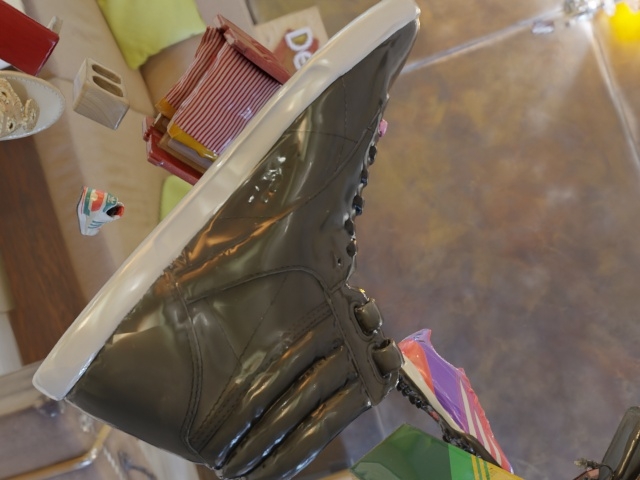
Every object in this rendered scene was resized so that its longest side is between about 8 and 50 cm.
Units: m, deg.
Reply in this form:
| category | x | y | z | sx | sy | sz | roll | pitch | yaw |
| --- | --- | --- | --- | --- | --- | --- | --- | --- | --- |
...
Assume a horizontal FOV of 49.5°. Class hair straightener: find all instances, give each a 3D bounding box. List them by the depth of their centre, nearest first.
| category | x | y | z | sx | sy | sz | roll | pitch | yaw |
| --- | --- | --- | --- | --- | --- | --- | --- | --- | --- |
| hair straightener | 0.340 | 0.302 | 0.867 | 0.089 | 0.230 | 0.047 | 38 | -3 | -11 |

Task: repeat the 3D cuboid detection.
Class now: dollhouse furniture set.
| category | x | y | z | sx | sy | sz | roll | pitch | yaw |
| --- | --- | --- | --- | --- | --- | --- | --- | --- | --- |
| dollhouse furniture set | -0.237 | -0.236 | 0.891 | 0.374 | 0.201 | 0.152 | 29 | 17 | -32 |

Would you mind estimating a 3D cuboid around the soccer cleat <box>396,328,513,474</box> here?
| category | x | y | z | sx | sy | sz | roll | pitch | yaw |
| --- | --- | --- | --- | --- | --- | --- | --- | --- | --- |
| soccer cleat | 0.255 | 0.306 | 1.271 | 0.318 | 0.116 | 0.109 | 48 | -22 | 7 |

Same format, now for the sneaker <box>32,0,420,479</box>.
| category | x | y | z | sx | sy | sz | roll | pitch | yaw |
| --- | --- | --- | --- | --- | --- | --- | --- | --- | --- |
| sneaker | 0.000 | 0.000 | 0.386 | 0.147 | 0.296 | 0.104 | 40 | -19 | -9 |

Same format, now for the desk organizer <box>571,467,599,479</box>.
| category | x | y | z | sx | sy | sz | roll | pitch | yaw |
| --- | --- | --- | --- | --- | --- | --- | --- | --- | --- |
| desk organizer | 0.427 | 0.427 | 1.149 | 0.047 | 0.130 | 0.050 | -1 | 49 | -33 |

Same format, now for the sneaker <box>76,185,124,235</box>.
| category | x | y | z | sx | sy | sz | roll | pitch | yaw |
| --- | --- | --- | --- | --- | --- | --- | --- | --- | --- |
| sneaker | -0.399 | -0.045 | 1.271 | 0.161 | 0.075 | 0.057 | 119 | -21 | -64 |

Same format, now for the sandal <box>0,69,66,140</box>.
| category | x | y | z | sx | sy | sz | roll | pitch | yaw |
| --- | --- | --- | --- | --- | --- | --- | --- | --- | --- |
| sandal | -0.363 | -0.130 | 0.722 | 0.079 | 0.088 | 0.240 | 44 | 24 | 29 |

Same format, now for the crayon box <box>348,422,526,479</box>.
| category | x | y | z | sx | sy | sz | roll | pitch | yaw |
| --- | --- | --- | --- | --- | --- | --- | --- | --- | --- |
| crayon box | 0.211 | 0.392 | 0.728 | 0.363 | 0.106 | 0.313 | 57 | -17 | -6 |
